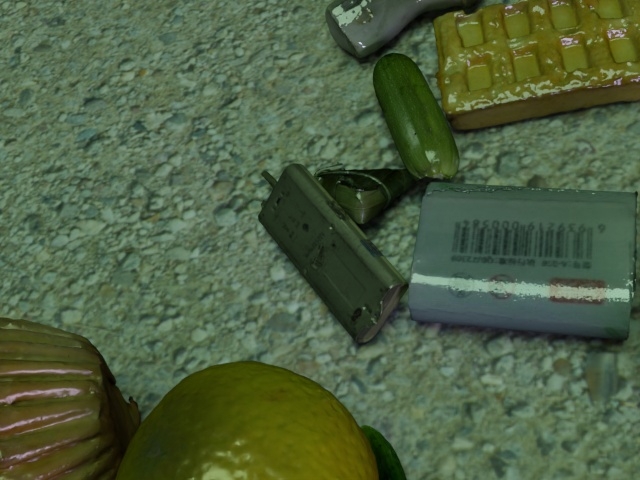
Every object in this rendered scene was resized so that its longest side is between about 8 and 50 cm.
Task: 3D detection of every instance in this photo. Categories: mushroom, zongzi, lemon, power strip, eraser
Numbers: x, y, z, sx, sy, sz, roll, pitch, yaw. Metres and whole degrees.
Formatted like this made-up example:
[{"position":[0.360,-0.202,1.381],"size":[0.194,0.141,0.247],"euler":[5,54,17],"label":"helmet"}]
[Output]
[{"position":[0.119,-0.326,1.187],"size":[0.223,0.081,0.092],"euler":[-22,37,-3],"label":"mushroom"},{"position":[0.052,-0.070,1.066],"size":[0.119,0.055,0.109],"euler":[-33,38,-32],"label":"zongzi"},{"position":[-0.065,0.242,0.774],"size":[0.268,0.267,0.267],"euler":[-7,57,10],"label":"lemon"},{"position":[0.000,0.000,1.011],"size":[0.268,0.034,0.092],"euler":[50,123,33],"label":"power strip"},{"position":[0.221,0.016,0.943],"size":[0.227,0.081,0.174],"euler":[4,56,18],"label":"eraser"}]

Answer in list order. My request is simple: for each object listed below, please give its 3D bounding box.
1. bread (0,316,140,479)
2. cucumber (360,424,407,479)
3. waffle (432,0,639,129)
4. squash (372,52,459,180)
[{"position":[-0.261,0.197,0.847],"size":[0.149,0.274,0.274],"euler":[-18,55,-7],"label":"bread"},{"position":[0.072,0.254,0.857],"size":[0.039,0.039,0.167],"euler":[-19,54,2],"label":"cucumber"},{"position":[0.281,-0.232,1.097],"size":[0.274,0.057,0.167],"euler":[-9,57,9],"label":"waffle"},{"position":[0.116,-0.152,1.071],"size":[0.069,0.069,0.238],"euler":[-18,46,3],"label":"squash"}]
